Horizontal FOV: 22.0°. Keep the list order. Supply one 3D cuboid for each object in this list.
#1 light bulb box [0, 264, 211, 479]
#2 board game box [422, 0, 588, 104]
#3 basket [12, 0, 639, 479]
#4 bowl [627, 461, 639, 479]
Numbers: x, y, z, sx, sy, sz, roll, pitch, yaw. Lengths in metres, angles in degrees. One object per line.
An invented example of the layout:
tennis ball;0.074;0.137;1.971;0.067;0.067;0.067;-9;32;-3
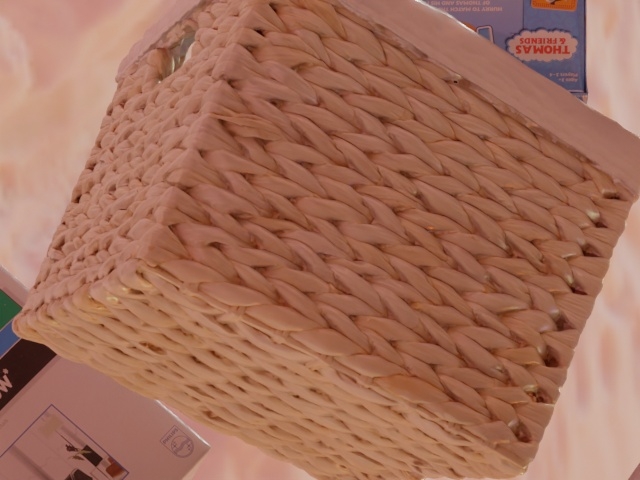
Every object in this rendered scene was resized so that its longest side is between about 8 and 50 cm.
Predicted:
light bulb box;-0.362;0.255;1.931;0.225;0.361;0.358;-47;174;-29
board game box;0.118;-0.200;1.221;0.039;0.160;0.211;69;23;-71
basket;0.000;0.000;1.193;0.331;0.328;0.266;28;70;-18
bowl;0.262;0.165;0.999;0.142;0.053;0.142;-47;114;-16
